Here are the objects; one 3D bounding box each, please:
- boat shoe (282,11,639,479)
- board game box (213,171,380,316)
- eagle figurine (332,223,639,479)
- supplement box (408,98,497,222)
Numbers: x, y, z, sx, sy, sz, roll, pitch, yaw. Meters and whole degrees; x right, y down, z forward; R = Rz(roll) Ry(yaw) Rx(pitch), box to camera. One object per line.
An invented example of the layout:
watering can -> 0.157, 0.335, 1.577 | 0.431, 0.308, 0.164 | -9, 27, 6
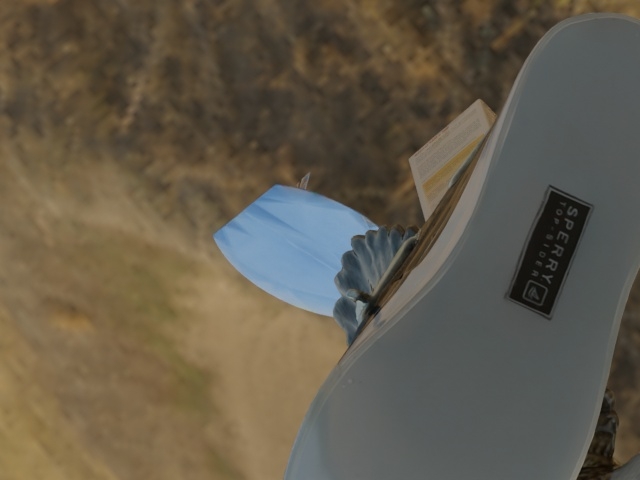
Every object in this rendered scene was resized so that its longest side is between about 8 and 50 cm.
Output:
boat shoe -> 0.063, 0.042, 0.848 | 0.113, 0.306, 0.105 | 24, 158, -3
board game box -> 0.000, 0.000, 1.531 | 0.133, 0.033, 0.169 | 32, 148, -14
eagle figurine -> 0.093, 0.133, 0.952 | 0.298, 0.226, 0.225 | 11, 124, 24
supplement box -> 0.093, -0.036, 1.210 | 0.036, 0.062, 0.098 | 41, -160, -25
